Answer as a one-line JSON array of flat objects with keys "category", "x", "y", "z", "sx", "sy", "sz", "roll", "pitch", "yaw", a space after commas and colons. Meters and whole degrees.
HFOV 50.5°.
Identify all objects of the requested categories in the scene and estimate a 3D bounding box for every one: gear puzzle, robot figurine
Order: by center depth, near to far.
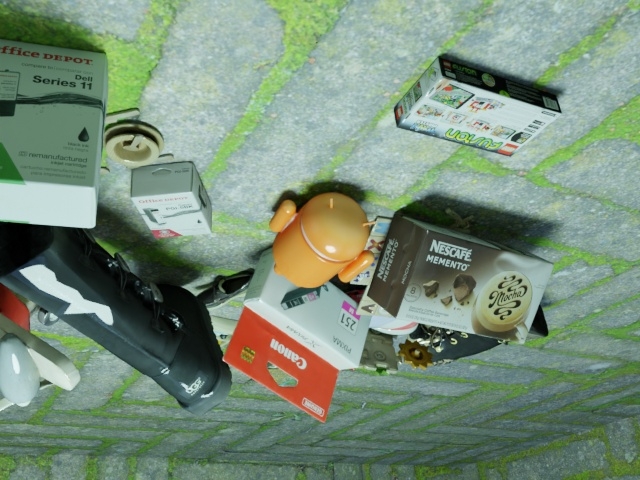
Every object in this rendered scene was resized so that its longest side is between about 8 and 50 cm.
[{"category": "robot figurine", "x": 0.002, "y": 0.001, "z": 1.166, "sx": 0.128, "sy": 0.158, "sz": 0.219, "roll": -19, "pitch": 165, "yaw": -39}, {"category": "gear puzzle", "x": 0.093, "y": 0.235, "z": 1.528, "sx": 0.339, "sy": 0.175, "sz": 0.044, "roll": 11, "pitch": 127, "yaw": -12}]

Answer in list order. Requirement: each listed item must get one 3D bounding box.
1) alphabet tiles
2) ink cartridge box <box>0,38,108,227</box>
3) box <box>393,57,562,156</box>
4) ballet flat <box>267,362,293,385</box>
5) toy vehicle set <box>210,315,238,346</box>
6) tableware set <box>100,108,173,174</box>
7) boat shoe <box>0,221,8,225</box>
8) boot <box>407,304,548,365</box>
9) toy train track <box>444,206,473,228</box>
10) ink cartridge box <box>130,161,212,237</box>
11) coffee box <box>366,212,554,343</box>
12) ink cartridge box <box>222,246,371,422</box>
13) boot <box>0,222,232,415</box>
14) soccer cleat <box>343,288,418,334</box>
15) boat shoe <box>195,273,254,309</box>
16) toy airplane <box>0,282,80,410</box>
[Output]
[{"category": "alphabet tiles", "x": 0.160, "y": 0.061, "z": 1.326, "sx": 0.198, "sy": 0.009, "sz": 0.237, "roll": 6, "pitch": 125, "yaw": -21}, {"category": "ink cartridge box", "x": -0.332, "y": -0.128, "z": 0.791, "sx": 0.153, "sy": 0.208, "sz": 0.087, "roll": 3, "pitch": 148, "yaw": -17}, {"category": "box", "x": 0.220, "y": -0.182, "z": 0.955, "sx": 0.207, "sy": 0.036, "sz": 0.114, "roll": 10, "pitch": 149, "yaw": -25}, {"category": "ballet flat", "x": -0.033, "y": 0.279, "z": 1.712, "sx": 0.349, "sy": 0.123, "sz": 0.123, "roll": -25, "pitch": 146, "yaw": 30}, {"category": "toy vehicle set", "x": -0.343, "y": 0.212, "z": 1.601, "sx": 0.267, "sy": 0.035, "sz": 0.166, "roll": 16, "pitch": 146, "yaw": -34}, {"category": "tableware set", "x": -0.321, "y": -0.121, "z": 0.980, "sx": 0.194, "sy": 0.039, "sz": 0.128, "roll": -10, "pitch": 152, "yaw": 10}, {"category": "boat shoe", "x": -0.597, "y": -0.070, "z": 0.955, "sx": 0.340, "sy": 0.113, "sz": 0.127, "roll": 6, "pitch": 150, "yaw": -19}, {"category": "boot", "x": 0.327, "y": 0.187, "z": 1.564, "sx": 0.284, "sy": 0.138, "sz": 0.377, "roll": -25, "pitch": 152, "yaw": 32}, {"category": "toy train track", "x": 0.253, "y": -0.038, "z": 1.248, "sx": 0.048, "sy": 0.014, "sz": 0.083, "roll": -29, "pitch": 141, "yaw": 25}, {"category": "ink cartridge box", "x": -0.236, "y": -0.061, "z": 1.087, "sx": 0.099, "sy": 0.056, "sz": 0.135, "roll": -5, "pitch": 152, "yaw": 3}, {"category": "coffee box", "x": 0.257, "y": 0.072, "z": 1.249, "sx": 0.297, "sy": 0.168, "sz": 0.119, "roll": 15, "pitch": -170, "yaw": -26}, {"category": "ink cartridge box", "x": -0.034, "y": 0.181, "z": 1.302, "sx": 0.275, "sy": 0.238, "sz": 0.060, "roll": 39, "pitch": 142, "yaw": -29}, {"category": "boot", "x": -0.368, "y": 0.079, "z": 1.174, "sx": 0.146, "sy": 0.367, "sz": 0.445, "roll": -47, "pitch": 129, "yaw": -5}, {"category": "soccer cleat", "x": 0.082, "y": 0.145, "z": 1.488, "sx": 0.318, "sy": 0.108, "sz": 0.116, "roll": 3, "pitch": 139, "yaw": -17}, {"category": "boat shoe", "x": -0.198, "y": 0.099, "z": 1.403, "sx": 0.152, "sy": 0.056, "sz": 0.049, "roll": -22, "pitch": 144, "yaw": 11}, {"category": "toy airplane", "x": -0.605, "y": 0.122, "z": 1.107, "sx": 0.386, "sy": 0.272, "sz": 0.384, "roll": 0, "pitch": 142, "yaw": 51}]
